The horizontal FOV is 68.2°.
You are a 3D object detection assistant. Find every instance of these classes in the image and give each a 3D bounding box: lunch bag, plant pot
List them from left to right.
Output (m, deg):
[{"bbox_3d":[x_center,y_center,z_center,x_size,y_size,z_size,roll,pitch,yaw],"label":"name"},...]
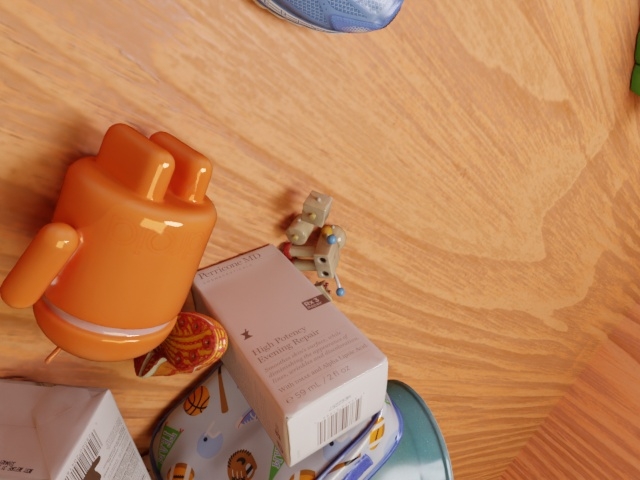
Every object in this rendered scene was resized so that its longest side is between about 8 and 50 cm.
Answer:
[{"bbox_3d":[-0.060,0.256,0.596,0.303,0.243,0.115,-43,137,-8],"label":"lunch bag"},{"bbox_3d":[0.024,0.373,0.752,0.255,0.272,0.272,2,118,-25],"label":"plant pot"}]

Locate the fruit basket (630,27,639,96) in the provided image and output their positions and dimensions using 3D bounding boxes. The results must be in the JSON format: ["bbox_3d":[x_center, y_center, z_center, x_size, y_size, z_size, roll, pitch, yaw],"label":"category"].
[{"bbox_3d":[0.706,-0.331,0.722,0.283,0.392,0.392,-41,137,-9],"label":"fruit basket"}]

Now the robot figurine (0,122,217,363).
[{"bbox_3d":[-0.173,0.013,0.415,0.128,0.158,0.219,21,107,-12],"label":"robot figurine"}]

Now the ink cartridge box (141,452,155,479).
[{"bbox_3d":[-0.227,0.411,0.685,0.148,0.086,0.203,-43,138,-7],"label":"ink cartridge box"}]

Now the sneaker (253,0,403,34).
[{"bbox_3d":[-0.029,-0.257,0.326,0.330,0.147,0.130,27,100,-47],"label":"sneaker"}]

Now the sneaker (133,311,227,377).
[{"bbox_3d":[-0.143,0.112,0.512,0.067,0.175,0.064,4,73,-40],"label":"sneaker"}]

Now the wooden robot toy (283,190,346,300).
[{"bbox_3d":[0.000,0.000,0.613,0.079,0.076,0.173,-62,152,-43],"label":"wooden robot toy"}]

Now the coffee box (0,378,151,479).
[{"bbox_3d":[-0.271,0.262,0.490,0.141,0.098,0.246,4,127,6],"label":"coffee box"}]

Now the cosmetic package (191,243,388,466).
[{"bbox_3d":[-0.044,0.105,0.509,0.117,0.231,0.085,-22,131,-27],"label":"cosmetic package"}]
